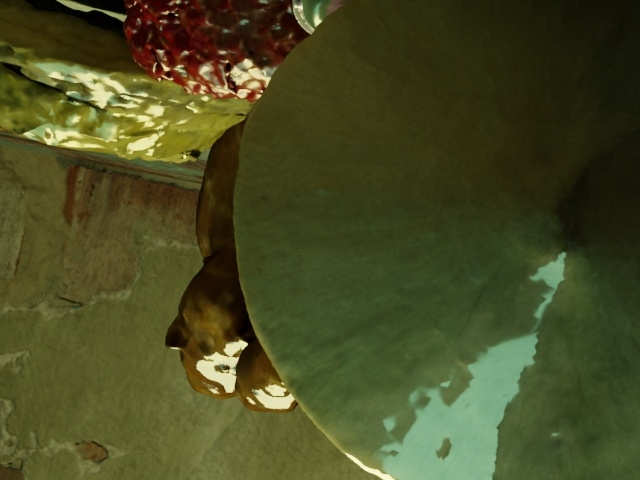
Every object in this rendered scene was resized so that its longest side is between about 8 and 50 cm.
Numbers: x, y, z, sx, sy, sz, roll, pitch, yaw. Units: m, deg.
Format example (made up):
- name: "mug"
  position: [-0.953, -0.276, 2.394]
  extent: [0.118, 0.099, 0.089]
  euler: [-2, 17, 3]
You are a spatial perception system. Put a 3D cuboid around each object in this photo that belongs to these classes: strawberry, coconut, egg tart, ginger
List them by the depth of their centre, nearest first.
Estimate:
- name: "coconut"
  position: [0.101, -0.006, 0.942]
  extent: [0.329, 0.328, 0.329]
  euler: [12, 177, 1]
- name: "strawberry"
  position: [-0.043, -0.123, 1.128]
  extent: [0.192, 0.085, 0.140]
  euler: [10, 175, 6]
- name: "egg tart"
  position: [-0.160, -0.116, 1.313]
  extent: [0.279, 0.095, 0.279]
  euler: [17, -172, -2]
- name: "ginger"
  position: [-0.002, -0.003, 1.414]
  extent: [0.152, 0.274, 0.357]
  euler: [18, 176, -22]

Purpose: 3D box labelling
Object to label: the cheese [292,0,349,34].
- name: "cheese"
  position: [0.032, -0.128, 1.037]
  extent: [0.121, 0.026, 0.067]
  euler: [14, 133, -40]
